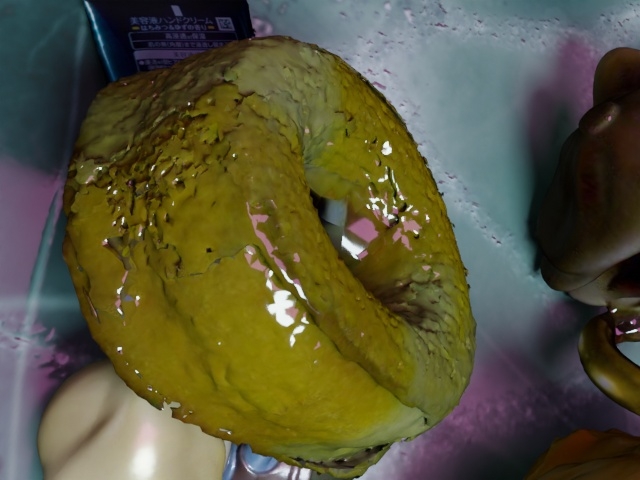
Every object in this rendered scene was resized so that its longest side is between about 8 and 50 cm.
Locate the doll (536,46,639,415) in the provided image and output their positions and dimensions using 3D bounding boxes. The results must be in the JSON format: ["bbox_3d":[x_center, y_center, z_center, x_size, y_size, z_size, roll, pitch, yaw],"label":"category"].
[{"bbox_3d":[0.333,-0.009,0.634,0.340,0.209,0.317,9,43,-23],"label":"doll"}]

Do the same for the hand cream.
[{"bbox_3d":[-0.075,-0.054,0.536,0.120,0.061,0.270,-9,77,-26],"label":"hand cream"}]

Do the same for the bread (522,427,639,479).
[{"bbox_3d":[0.196,0.317,0.466,0.361,0.250,0.394,42,63,-12],"label":"bread"}]

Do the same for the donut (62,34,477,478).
[{"bbox_3d":[0.000,0.000,0.455,0.272,0.107,0.272,31,47,-40],"label":"donut"}]

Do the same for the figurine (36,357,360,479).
[{"bbox_3d":[-0.065,0.121,0.473,0.196,0.114,0.108,3,71,-31],"label":"figurine"}]
